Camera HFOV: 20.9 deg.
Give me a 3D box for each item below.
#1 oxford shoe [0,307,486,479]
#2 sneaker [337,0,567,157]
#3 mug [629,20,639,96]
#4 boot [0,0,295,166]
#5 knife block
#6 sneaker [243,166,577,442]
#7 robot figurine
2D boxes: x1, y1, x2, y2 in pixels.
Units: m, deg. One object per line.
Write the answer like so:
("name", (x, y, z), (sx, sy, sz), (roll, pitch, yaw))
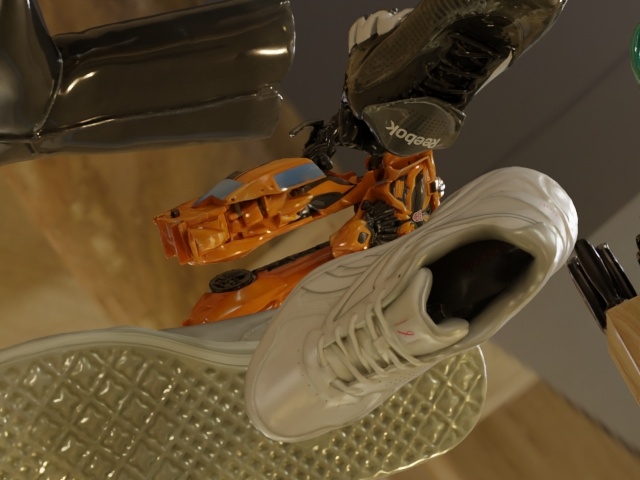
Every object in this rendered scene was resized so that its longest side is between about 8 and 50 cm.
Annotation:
("oxford shoe", (-0.092, 0.128, 1.252), (0.449, 0.130, 0.169), (-9, 101, -29))
("sneaker", (0.074, -0.103, 1.051), (0.234, 0.078, 0.106), (-21, -131, 64))
("mug", (0.315, -0.113, 1.400), (0.097, 0.129, 0.158), (-48, -160, 1))
("boot", (-0.228, -0.236, 2.049), (0.445, 0.146, 0.367), (-8, 149, -25))
("knife block", (0.329, 0.111, 1.726), (0.088, 0.242, 0.276), (71, 40, -57))
("sneaker", (0.042, 0.043, 1.001), (0.232, 0.090, 0.115), (-39, -176, 14))
("robot figurine", (0.000, 0.000, 1.575), (0.291, 0.085, 0.211), (-23, 115, -25))
